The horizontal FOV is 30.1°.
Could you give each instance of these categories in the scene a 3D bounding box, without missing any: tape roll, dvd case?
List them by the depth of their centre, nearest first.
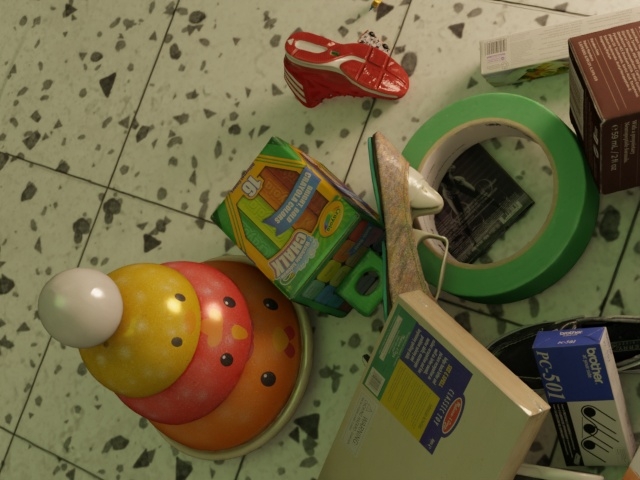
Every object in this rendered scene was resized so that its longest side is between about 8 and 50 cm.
[{"bbox_3d":[0.262,-0.064,1.832,0.321,0.077,0.321,-7,75,28],"label":"tape roll"},{"bbox_3d":[0.217,-0.079,1.917,0.164,0.018,0.221,-45,61,13],"label":"dvd case"}]

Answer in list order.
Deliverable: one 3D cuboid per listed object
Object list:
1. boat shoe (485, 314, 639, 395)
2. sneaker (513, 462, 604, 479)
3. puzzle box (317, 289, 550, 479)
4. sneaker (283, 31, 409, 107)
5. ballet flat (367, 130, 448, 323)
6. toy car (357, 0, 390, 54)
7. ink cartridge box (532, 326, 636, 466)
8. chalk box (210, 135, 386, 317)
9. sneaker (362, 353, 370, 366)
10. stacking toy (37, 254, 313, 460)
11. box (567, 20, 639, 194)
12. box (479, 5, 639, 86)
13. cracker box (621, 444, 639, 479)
[{"bbox_3d":[0.361,0.161,1.719,0.301,0.102,0.108,-8,73,27],"label":"boat shoe"},{"bbox_3d":[0.256,0.390,1.715,0.295,0.104,0.147,3,80,31],"label":"sneaker"},{"bbox_3d":[0.145,0.311,1.713,0.272,0.052,0.409,44,127,34],"label":"puzzle box"},{"bbox_3d":[0.040,-0.275,2.047,0.221,0.128,0.087,24,60,5],"label":"sneaker"},{"bbox_3d":[0.138,-0.017,1.801,0.106,0.107,0.316,-7,79,8],"label":"ballet flat"},{"bbox_3d":[0.100,-0.363,2.063,0.122,0.060,0.040,-69,12,-22],"label":"toy car"},{"bbox_3d":[0.369,0.220,1.658,0.097,0.046,0.207,-6,116,28],"label":"ink cartridge box"},{"bbox_3d":[0.000,0.000,1.923,0.289,0.179,0.180,43,99,31],"label":"chalk box"},{"bbox_3d":[0.101,0.208,1.900,0.035,0.031,0.083,-44,63,-3],"label":"sneaker"},{"bbox_3d":[-0.260,0.152,1.851,0.350,0.480,0.351,-8,73,28],"label":"stacking toy"},{"bbox_3d":[0.466,-0.196,1.666,0.203,0.168,0.167,-14,53,3],"label":"box"},{"bbox_3d":[0.407,-0.304,1.844,0.324,0.063,0.067,-9,73,27],"label":"box"},{"bbox_3d":[0.527,0.282,1.612,0.155,0.067,0.232,27,90,32],"label":"cracker box"}]
